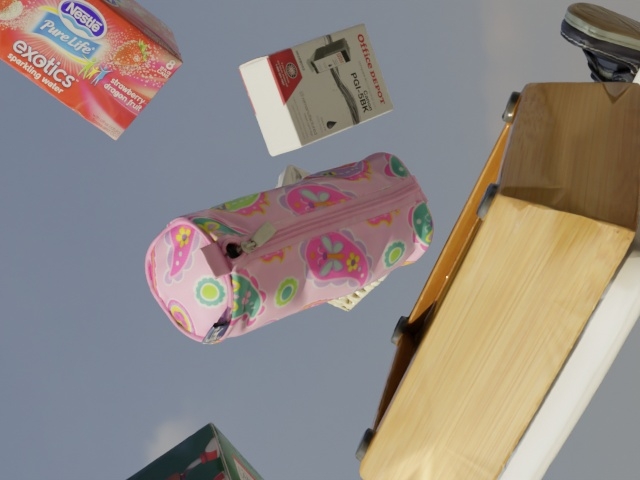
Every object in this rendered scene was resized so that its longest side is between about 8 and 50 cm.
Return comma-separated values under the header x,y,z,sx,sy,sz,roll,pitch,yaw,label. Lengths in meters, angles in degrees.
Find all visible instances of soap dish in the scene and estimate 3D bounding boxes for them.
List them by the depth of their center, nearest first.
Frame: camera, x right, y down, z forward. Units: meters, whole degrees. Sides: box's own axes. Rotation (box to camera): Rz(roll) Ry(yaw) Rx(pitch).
x,y,z,sx,sy,sz,roll,pitch,yaw,label
0.132,0.045,1.056,0.229,0.118,0.291,-67,0,-59,soap dish

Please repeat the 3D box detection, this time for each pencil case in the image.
x,y,z,sx,sy,sz,roll,pitch,yaw,label
-0.023,0.003,1.417,0.284,0.124,0.124,-19,-76,-41,pencil case

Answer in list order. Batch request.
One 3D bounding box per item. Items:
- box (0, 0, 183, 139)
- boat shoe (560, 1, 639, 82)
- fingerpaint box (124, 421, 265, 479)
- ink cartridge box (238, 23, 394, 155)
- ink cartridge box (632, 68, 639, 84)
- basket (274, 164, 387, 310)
x,y,z,sx,sy,sz,roll,pitch,yaw,label
-0.298,-0.250,1.750,0.257,0.128,0.123,37,-166,-27,box
0.367,-0.211,1.819,0.285,0.103,0.092,5,-60,-53,boat shoe
-0.136,0.473,1.690,0.445,0.371,0.163,52,-174,-32,fingerpaint box
-0.002,-0.155,1.556,0.135,0.056,0.099,-25,-82,-37,ink cartridge box
0.463,-0.056,1.491,0.091,0.385,0.308,-2,-56,-52,ink cartridge box
0.000,0.000,1.962,0.167,0.103,0.113,25,-136,-15,basket
